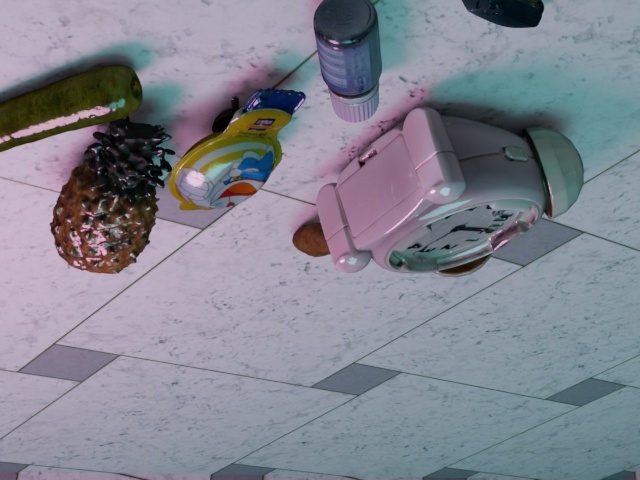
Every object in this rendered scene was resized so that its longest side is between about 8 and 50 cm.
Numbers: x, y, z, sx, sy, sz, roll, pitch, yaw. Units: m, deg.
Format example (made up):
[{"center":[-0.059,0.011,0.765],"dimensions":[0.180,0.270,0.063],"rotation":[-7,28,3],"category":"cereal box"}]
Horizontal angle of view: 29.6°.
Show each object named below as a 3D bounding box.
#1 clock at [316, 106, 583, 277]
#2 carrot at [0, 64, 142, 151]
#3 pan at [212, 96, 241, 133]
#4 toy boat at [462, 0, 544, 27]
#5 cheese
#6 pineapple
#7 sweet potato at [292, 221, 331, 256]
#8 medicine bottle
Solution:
[{"center":[0.205,-0.063,1.879],"dimensions":[0.326,0.184,0.342],"rotation":[7,154,-36],"category":"clock"},{"center":[-0.403,-0.159,1.624],"dimensions":[0.359,0.074,0.074],"rotation":[-15,152,17],"category":"carrot"},{"center":[-0.120,-0.179,1.712],"dimensions":[0.068,0.023,0.115],"rotation":[-5,155,-6],"category":"pan"},{"center":[0.242,-0.303,1.556],"dimensions":[0.141,0.060,0.055],"rotation":[9,148,-44],"category":"toy boat"},{"center":[-0.119,-0.124,1.713],"dimensions":[0.177,0.069,0.270],"rotation":[-1,144,-39],"category":"cheese"},{"center":[-0.294,-0.080,1.728],"dimensions":[0.158,0.157,0.278],"rotation":[3,140,-23],"category":"pineapple"},{"center":[0.000,0.000,2.001],"dimensions":[0.068,0.060,0.206],"rotation":[-1,-174,-16],"category":"sweet potato"},{"center":[0.040,-0.234,1.594],"dimensions":[0.083,0.083,0.203],"rotation":[-10,151,2],"category":"medicine bottle"}]
